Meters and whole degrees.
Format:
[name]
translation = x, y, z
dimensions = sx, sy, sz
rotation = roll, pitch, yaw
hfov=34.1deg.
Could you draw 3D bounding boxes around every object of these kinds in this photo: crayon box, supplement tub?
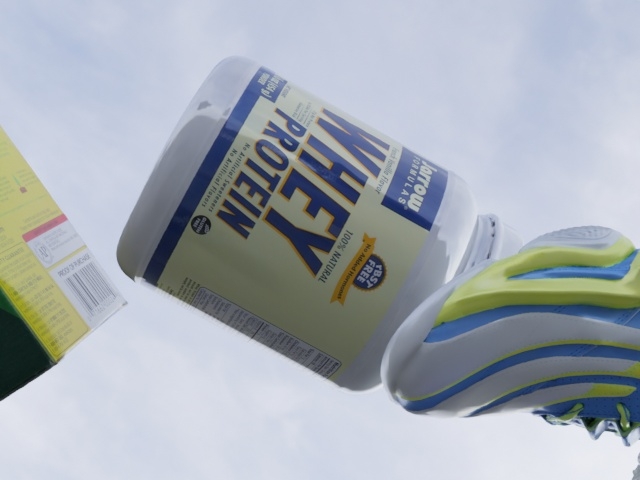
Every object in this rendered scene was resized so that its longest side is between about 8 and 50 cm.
[crayon box]
translation = -0.336, -0.023, 1.005
dimensions = 0.081, 0.202, 0.319
rotation = -32, -84, 14
[supplement tub]
translation = 0.000, 0.000, 0.982
dimensions = 0.324, 0.235, 0.235
rotation = 28, -45, -5

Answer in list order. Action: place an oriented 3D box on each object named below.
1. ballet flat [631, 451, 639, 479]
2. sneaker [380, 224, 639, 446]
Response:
[ballet flat]
translation = 0.306, 0.085, 0.694
dimensions = 0.147, 0.409, 0.147
rotation = 34, -40, 34
[sneaker]
translation = 0.151, 0.056, 0.433
dimensions = 0.240, 0.126, 0.091
rotation = -16, -37, -2
